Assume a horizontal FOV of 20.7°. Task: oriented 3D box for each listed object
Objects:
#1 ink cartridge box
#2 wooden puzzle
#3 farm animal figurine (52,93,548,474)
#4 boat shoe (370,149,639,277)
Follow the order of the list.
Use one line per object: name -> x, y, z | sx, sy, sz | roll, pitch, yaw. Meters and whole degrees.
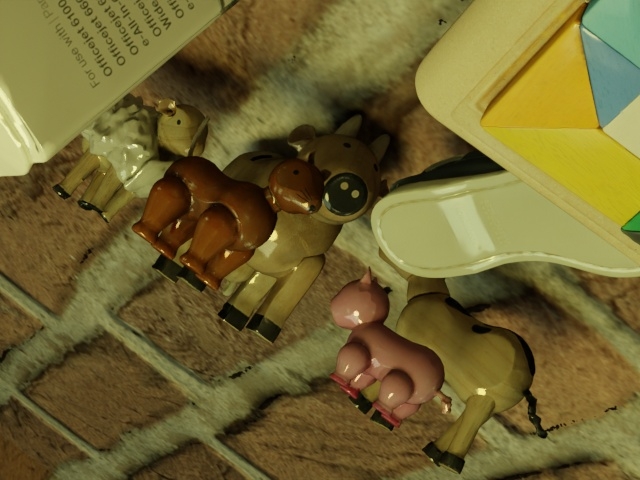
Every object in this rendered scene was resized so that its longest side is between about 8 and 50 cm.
ink cartridge box -> -0.114, -0.173, 0.895 | 0.223, 0.307, 0.129 | 0, 128, 55
wooden puzzle -> 0.188, -0.069, 0.957 | 0.238, 0.044, 0.221 | 39, 140, -4
farm animal figurine -> 0.000, 0.000, 1.310 | 0.330, 0.172, 0.327 | 41, 171, -32
boat shoe -> 0.152, -0.026, 1.119 | 0.254, 0.079, 0.095 | -10, 118, 42
